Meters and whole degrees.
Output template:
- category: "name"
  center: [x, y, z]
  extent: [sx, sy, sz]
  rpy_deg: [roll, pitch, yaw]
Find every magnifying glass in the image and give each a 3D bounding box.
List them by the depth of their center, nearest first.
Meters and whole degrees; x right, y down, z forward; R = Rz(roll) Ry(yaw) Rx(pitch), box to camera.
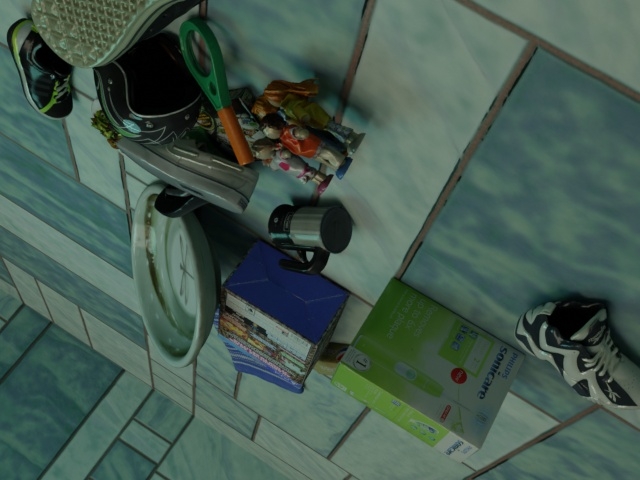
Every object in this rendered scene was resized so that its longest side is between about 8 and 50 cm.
- category: "magnifying glass"
  center: [-0.155, -0.225, 1.172]
  extent: [0.092, 0.026, 0.231]
  rpy_deg: [-5, 109, 58]

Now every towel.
- category: "towel"
  center: [-0.182, 0.298, 2.097]
  extent: [0.243, 0.040, 0.336]
  rpy_deg: [17, 148, 29]

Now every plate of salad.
- category: "plate of salad"
  center: [-0.379, -0.199, 1.522]
  extent: [0.200, 0.048, 0.200]
  rpy_deg: [26, 150, 16]

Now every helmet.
- category: "helmet"
  center: [-0.273, -0.233, 1.234]
  extent: [0.169, 0.169, 0.162]
  rpy_deg: [-4, 118, 50]

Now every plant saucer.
- category: "plant saucer"
  center: [-0.304, 0.073, 1.678]
  extent: [0.400, 0.100, 0.401]
  rpy_deg: [22, 116, 56]

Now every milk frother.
- category: "milk frother"
  center: [0.000, 0.000, 1.388]
  extent: [0.134, 0.129, 0.143]
  rpy_deg: [5, -177, 44]

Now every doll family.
- category: "doll family"
  center: [-0.028, -0.168, 1.149]
  extent: [0.163, 0.118, 0.263]
  rpy_deg: [31, 171, -6]

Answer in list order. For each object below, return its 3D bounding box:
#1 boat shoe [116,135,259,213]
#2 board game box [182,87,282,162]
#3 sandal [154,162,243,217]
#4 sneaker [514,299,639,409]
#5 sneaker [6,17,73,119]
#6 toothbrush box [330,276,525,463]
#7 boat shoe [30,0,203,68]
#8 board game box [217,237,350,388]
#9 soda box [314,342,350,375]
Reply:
- category: "boat shoe"
  center: [-0.232, -0.139, 1.350]
  extent: [0.267, 0.088, 0.096]
  rpy_deg: [24, 168, 20]
- category: "board game box"
  center: [-0.178, -0.192, 1.335]
  extent: [0.259, 0.030, 0.136]
  rpy_deg: [3, 141, 45]
- category: "sandal"
  center: [-0.235, -0.108, 1.462]
  extent: [0.254, 0.097, 0.054]
  rpy_deg: [-13, 139, 42]
- category: "sneaker"
  center: [0.420, 0.167, 1.167]
  extent: [0.235, 0.094, 0.153]
  rpy_deg: [39, 162, 13]
- category: "sneaker"
  center: [-0.514, -0.311, 1.456]
  extent: [0.097, 0.084, 0.235]
  rpy_deg: [21, 150, 22]
- category: "toothbrush box"
  center: [0.193, 0.236, 1.406]
  extent: [0.283, 0.206, 0.122]
  rpy_deg: [32, 152, 8]
- category: "boat shoe"
  center: [-0.178, -0.371, 0.932]
  extent: [0.500, 0.156, 0.187]
  rpy_deg: [-20, 116, 44]
- category: "board game box"
  center: [-0.088, 0.166, 1.674]
  extent: [0.232, 0.141, 0.291]
  rpy_deg: [31, 152, 7]
- category: "soda box"
  center: [0.051, 0.281, 1.792]
  extent: [0.181, 0.058, 0.061]
  rpy_deg: [-2, 135, 48]
